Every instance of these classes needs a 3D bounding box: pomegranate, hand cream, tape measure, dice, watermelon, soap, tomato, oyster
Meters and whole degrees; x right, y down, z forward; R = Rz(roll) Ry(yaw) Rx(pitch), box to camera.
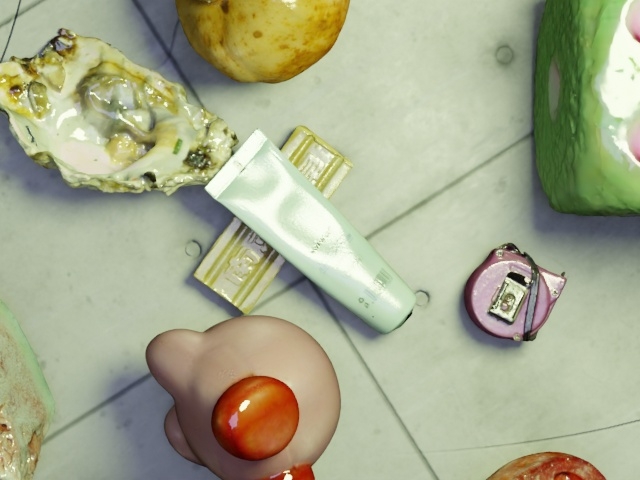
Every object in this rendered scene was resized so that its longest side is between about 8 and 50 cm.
[{"bbox_3d":[-0.078,-0.321,1.789,0.248,0.248,0.248,0,90,-4],"label":"pomegranate"},{"bbox_3d":[0.000,0.000,1.851,0.321,0.067,0.109,43,75,-13],"label":"hand cream"},{"bbox_3d":[0.255,0.071,1.890,0.118,0.074,0.125,24,86,-3],"label":"tape measure"},{"bbox_3d":[0.453,-0.188,1.783,0.330,0.318,0.322,-1,91,-3],"label":"dice"},{"bbox_3d":[-0.459,0.228,1.778,0.310,0.232,0.193,-51,128,-19],"label":"watermelon"},{"bbox_3d":[-0.062,-0.030,1.887,0.092,0.037,0.252,35,88,-5],"label":"soap"},{"bbox_3d":[0.270,0.382,1.862,0.233,0.140,0.200,-18,100,-38],"label":"tomato"},{"bbox_3d":[-0.273,-0.139,1.848,0.355,0.107,0.201,28,56,2],"label":"oyster"}]

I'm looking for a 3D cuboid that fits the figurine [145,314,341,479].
[{"bbox_3d":[-0.071,0.212,1.784,0.211,0.261,0.269,-26,129,-21],"label":"figurine"}]
